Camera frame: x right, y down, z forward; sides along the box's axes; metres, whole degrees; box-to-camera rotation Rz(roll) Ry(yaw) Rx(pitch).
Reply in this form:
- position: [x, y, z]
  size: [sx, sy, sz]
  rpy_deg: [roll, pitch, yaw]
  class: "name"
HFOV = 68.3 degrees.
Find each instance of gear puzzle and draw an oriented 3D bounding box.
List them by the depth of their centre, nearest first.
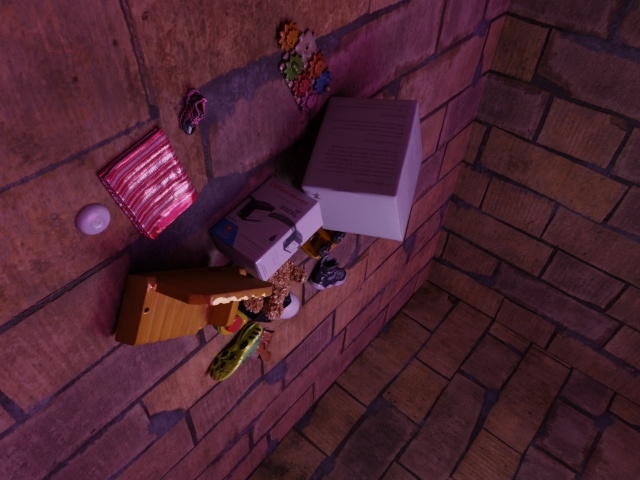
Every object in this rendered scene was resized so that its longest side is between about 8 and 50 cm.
- position: [-0.045, -0.548, 1.466]
  size: [0.175, 0.044, 0.339]
  rpy_deg: [-54, 154, -8]
  class: "gear puzzle"

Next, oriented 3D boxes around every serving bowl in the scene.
- position: [-0.550, -0.048, 1.152]
  size: [0.083, 0.027, 0.083]
  rpy_deg: [-40, 148, -31]
  class: "serving bowl"

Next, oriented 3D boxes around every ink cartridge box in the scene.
- position: [-0.176, -0.045, 1.587]
  size: [0.307, 0.223, 0.129]
  rpy_deg: [-46, 150, -24]
  class: "ink cartridge box"

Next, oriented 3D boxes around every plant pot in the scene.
- position: [-0.223, 0.209, 1.799]
  size: [0.187, 0.167, 0.188]
  rpy_deg: [-44, 154, 9]
  class: "plant pot"

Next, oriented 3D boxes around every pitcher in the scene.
- position: [-0.178, 0.250, 2.048]
  size: [0.207, 0.126, 0.177]
  rpy_deg: [20, 86, -53]
  class: "pitcher"

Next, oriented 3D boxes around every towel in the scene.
- position: [-0.438, -0.140, 1.245]
  size: [0.199, 0.031, 0.274]
  rpy_deg: [-48, 152, -22]
  class: "towel"

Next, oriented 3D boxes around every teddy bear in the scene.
- position: [-0.160, 0.111, 1.666]
  size: [0.113, 0.245, 0.337]
  rpy_deg: [-23, -149, 58]
  class: "teddy bear"

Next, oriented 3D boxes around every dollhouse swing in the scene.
- position: [-0.355, 0.224, 1.408]
  size: [0.347, 0.305, 0.314]
  rpy_deg: [-2, 115, -50]
  class: "dollhouse swing"

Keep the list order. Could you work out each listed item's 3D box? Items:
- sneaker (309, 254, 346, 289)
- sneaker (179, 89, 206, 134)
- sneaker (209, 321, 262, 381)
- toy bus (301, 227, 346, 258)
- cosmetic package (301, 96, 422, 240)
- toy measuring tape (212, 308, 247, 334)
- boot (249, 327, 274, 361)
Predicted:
- position: [0.064, 0.148, 2.357]
  size: [0.269, 0.101, 0.153]
  rpy_deg: [-15, 134, -52]
  class: "sneaker"
- position: [-0.323, -0.323, 1.213]
  size: [0.047, 0.057, 0.119]
  rpy_deg: [-22, 138, -54]
  class: "sneaker"
- position: [-0.343, 0.488, 2.013]
  size: [0.295, 0.110, 0.123]
  rpy_deg: [-47, 148, -22]
  class: "sneaker"
- position: [0.000, 0.000, 2.068]
  size: [0.220, 0.149, 0.211]
  rpy_deg: [-44, 167, -22]
  class: "toy bus"
- position: [0.168, -0.259, 1.709]
  size: [0.327, 0.330, 0.393]
  rpy_deg: [62, 41, -61]
  class: "cosmetic package"
- position: [-0.382, 0.276, 1.725]
  size: [0.121, 0.121, 0.330]
  rpy_deg: [-58, 145, -1]
  class: "toy measuring tape"
- position: [-0.257, 0.488, 2.211]
  size: [0.152, 0.073, 0.197]
  rpy_deg: [-62, 157, -1]
  class: "boot"
